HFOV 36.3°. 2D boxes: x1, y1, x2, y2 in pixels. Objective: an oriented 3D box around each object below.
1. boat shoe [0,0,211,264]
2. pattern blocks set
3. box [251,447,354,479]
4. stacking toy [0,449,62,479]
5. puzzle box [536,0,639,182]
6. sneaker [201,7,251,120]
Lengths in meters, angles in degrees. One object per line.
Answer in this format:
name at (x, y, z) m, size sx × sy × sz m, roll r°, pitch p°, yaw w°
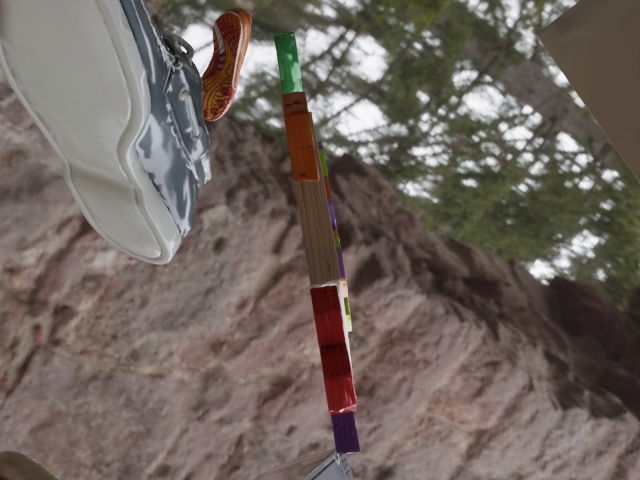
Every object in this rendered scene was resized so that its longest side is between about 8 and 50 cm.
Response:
boat shoe at (-0.139, -0.107, 0.692) m, size 0.116 × 0.319 × 0.099 m, roll 22°, pitch -120°, yaw 17°
pattern blocks set at (0.000, 0.000, 0.749) m, size 0.285 × 0.026 × 0.324 m, roll 83°, pitch -2°, yaw -66°
box at (-0.012, 0.298, 0.918) m, size 0.087 × 0.290 × 0.169 m, roll -20°, pitch -99°, yaw 6°
stacking toy at (-0.361, 0.356, 0.896) m, size 0.141 × 0.141 × 0.330 m, roll -11°, pitch -151°, yaw 51°
puzzle box at (0.315, -0.102, 0.591) m, size 0.272 × 0.052 × 0.409 m, roll -36°, pitch -144°, yaw 18°
sneaker at (-0.134, -0.253, 1.421) m, size 0.175 × 0.064 × 0.067 m, roll -66°, pitch 170°, yaw 28°
